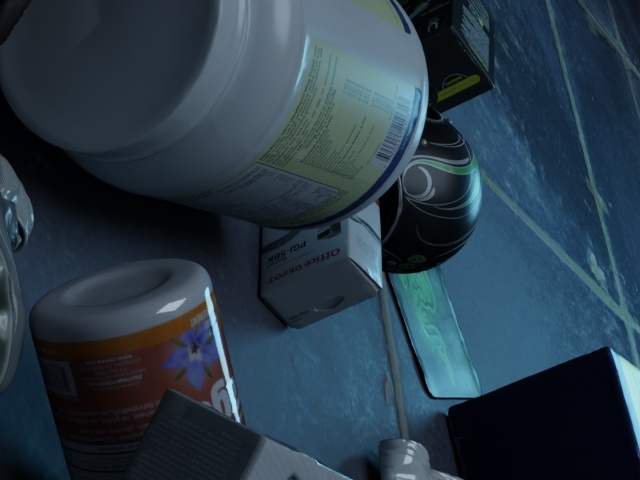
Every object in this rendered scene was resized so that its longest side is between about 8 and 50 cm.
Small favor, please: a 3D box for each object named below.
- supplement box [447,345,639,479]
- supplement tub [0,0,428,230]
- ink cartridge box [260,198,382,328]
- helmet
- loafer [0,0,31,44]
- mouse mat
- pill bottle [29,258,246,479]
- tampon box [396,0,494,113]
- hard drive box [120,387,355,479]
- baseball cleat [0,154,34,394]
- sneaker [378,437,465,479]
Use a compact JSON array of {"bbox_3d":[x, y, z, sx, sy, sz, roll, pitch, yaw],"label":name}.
[{"bbox_3d":[0.316,0.282,1.812,0.356,0.195,0.194,33,39,-50],"label":"supplement box"},{"bbox_3d":[-0.079,-0.140,1.327,0.325,0.235,0.235,15,54,-61],"label":"supplement tub"},{"bbox_3d":[0.000,0.000,1.531,0.056,0.099,0.135,47,29,-37],"label":"ink cartridge box"},{"bbox_3d":[0.083,-0.051,1.683,0.162,0.169,0.169,-1,68,-48],"label":"helmet"},{"bbox_3d":[-0.281,-0.280,1.208,0.130,0.134,0.366,12,43,-35],"label":"loafer"},{"bbox_3d":[0.119,0.083,1.825,0.153,0.007,0.189,10,58,-63],"label":"mouse mat"},{"bbox_3d":[-0.108,0.130,1.108,0.121,0.121,0.216,-51,131,-65],"label":"pill bottle"},{"bbox_3d":[0.135,-0.235,2.023,0.101,0.120,0.161,52,27,-28],"label":"tampon box"},{"bbox_3d":[-0.065,0.231,1.022,0.181,0.089,0.232,33,81,-50],"label":"hard drive box"},{"bbox_3d":[-0.215,0.011,1.100,0.109,0.072,0.205,29,45,-64],"label":"baseball cleat"},{"bbox_3d":[0.098,0.241,1.580,0.152,0.054,0.061,40,49,-41],"label":"sneaker"}]
